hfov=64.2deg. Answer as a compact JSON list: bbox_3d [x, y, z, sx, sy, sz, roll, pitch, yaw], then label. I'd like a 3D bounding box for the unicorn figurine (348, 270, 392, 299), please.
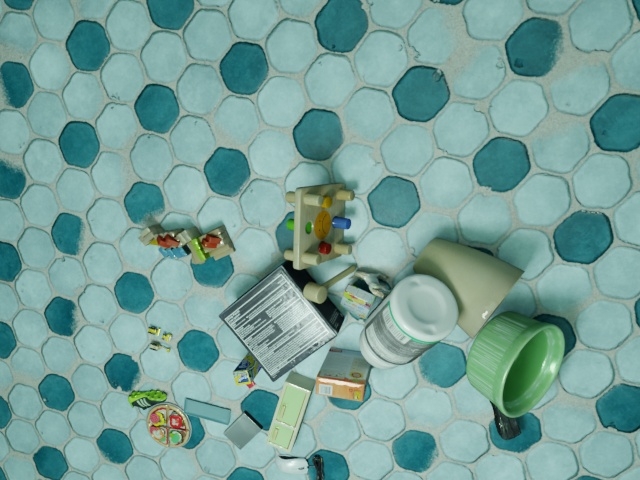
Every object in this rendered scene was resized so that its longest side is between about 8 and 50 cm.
[{"bbox_3d":[0.176,0.140,1.697,0.111,0.162,0.060,15,101,-19],"label":"unicorn figurine"}]

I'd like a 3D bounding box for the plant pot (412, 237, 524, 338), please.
[{"bbox_3d":[0.432,0.118,1.573,0.274,0.256,0.256,38,108,20],"label":"plant pot"}]

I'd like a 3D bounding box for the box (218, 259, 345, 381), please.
[{"bbox_3d":[-0.126,0.260,1.742,0.296,0.183,0.294,-38,92,15],"label":"box"}]

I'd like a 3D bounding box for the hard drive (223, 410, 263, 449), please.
[{"bbox_3d":[-0.299,0.731,1.963,0.094,0.022,0.135,43,107,1],"label":"hard drive"}]

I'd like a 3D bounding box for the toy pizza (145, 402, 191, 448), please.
[{"bbox_3d":[-0.610,0.742,2.030,0.202,0.032,0.201,3,102,12],"label":"toy pizza"}]

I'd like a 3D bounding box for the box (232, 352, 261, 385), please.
[{"bbox_3d":[-0.252,0.452,1.818,0.059,0.169,0.054,-12,99,14],"label":"box"}]

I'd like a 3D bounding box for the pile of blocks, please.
[{"bbox_3d":[-0.492,0.021,1.813,0.363,0.112,0.148,2,102,13],"label":"pile of blocks"}]

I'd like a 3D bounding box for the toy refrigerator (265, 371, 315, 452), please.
[{"bbox_3d":[-0.110,0.629,1.862,0.102,0.094,0.269,20,106,8],"label":"toy refrigerator"}]

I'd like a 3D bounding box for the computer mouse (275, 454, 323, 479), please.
[{"bbox_3d":[-0.084,0.860,1.931,0.193,0.042,0.105,0,103,13],"label":"computer mouse"}]

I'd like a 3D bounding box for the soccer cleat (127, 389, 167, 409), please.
[{"bbox_3d":[-0.679,0.633,2.015,0.179,0.060,0.072,-5,110,20],"label":"soccer cleat"}]

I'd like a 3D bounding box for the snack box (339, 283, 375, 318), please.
[{"bbox_3d":[0.122,0.206,1.706,0.100,0.141,0.037,26,62,7],"label":"snack box"}]

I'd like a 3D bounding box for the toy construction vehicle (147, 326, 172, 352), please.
[{"bbox_3d":[-0.617,0.380,1.960,0.098,0.035,0.085,14,93,7],"label":"toy construction vehicle"}]

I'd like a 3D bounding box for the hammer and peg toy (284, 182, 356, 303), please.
[{"bbox_3d":[0.000,0.000,1.636,0.128,0.266,0.361,10,105,33],"label":"hammer and peg toy"}]

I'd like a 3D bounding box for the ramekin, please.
[{"bbox_3d":[0.585,0.364,1.549,0.148,0.304,0.303,29,112,50],"label":"ramekin"}]

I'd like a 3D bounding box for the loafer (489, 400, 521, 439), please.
[{"bbox_3d":[0.613,0.551,1.698,0.078,0.076,0.223,-15,94,-3],"label":"loafer"}]

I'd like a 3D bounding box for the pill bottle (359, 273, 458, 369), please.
[{"bbox_3d":[0.252,0.264,1.565,0.204,0.204,0.361,34,148,4],"label":"pill bottle"}]

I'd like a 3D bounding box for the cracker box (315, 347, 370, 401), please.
[{"bbox_3d":[0.084,0.444,1.707,0.156,0.232,0.067,6,104,12],"label":"cracker box"}]

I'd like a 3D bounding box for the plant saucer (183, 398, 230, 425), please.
[{"bbox_3d":[-0.441,0.664,1.984,0.192,0.018,0.067,11,104,11],"label":"plant saucer"}]

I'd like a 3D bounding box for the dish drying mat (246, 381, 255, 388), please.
[{"bbox_3d":[-0.282,0.519,1.923,0.032,0.008,0.083,-37,91,16],"label":"dish drying mat"}]
